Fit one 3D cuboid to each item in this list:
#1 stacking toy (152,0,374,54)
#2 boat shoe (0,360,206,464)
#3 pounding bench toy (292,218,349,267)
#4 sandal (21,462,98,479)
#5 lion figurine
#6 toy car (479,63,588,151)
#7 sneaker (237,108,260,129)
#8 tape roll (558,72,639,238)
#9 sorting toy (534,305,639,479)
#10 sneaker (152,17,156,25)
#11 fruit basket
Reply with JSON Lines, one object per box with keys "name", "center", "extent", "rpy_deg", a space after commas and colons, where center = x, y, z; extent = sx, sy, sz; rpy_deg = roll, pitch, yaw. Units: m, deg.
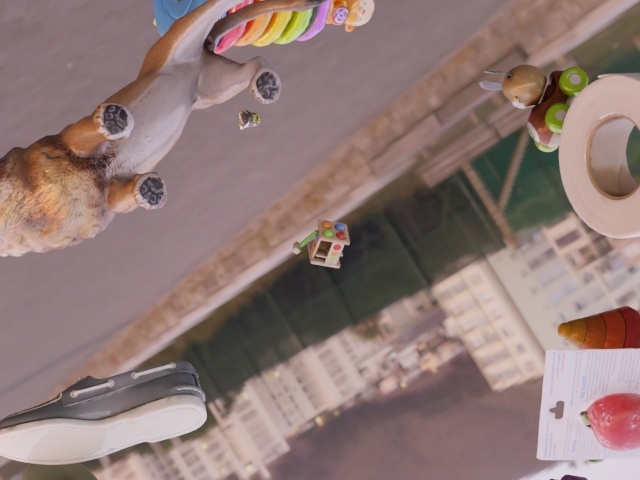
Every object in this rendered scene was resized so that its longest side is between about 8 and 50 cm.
{"name": "stacking toy", "center": [-0.051, -0.315, 1.602], "extent": [0.302, 0.175, 0.166], "rpy_deg": [2, -158, -34]}
{"name": "boat shoe", "center": [-0.327, 0.249, 1.799], "extent": [0.319, 0.099, 0.116], "rpy_deg": [-12, 142, 2]}
{"name": "pounding bench toy", "center": [0.000, 0.000, 2.065], "extent": [0.052, 0.083, 0.065], "rpy_deg": [-99, -156, -50]}
{"name": "sandal", "center": [-0.340, 0.412, 1.753], "extent": [0.120, 0.303, 0.086], "rpy_deg": [-12, 132, -26]}
{"name": "lion figurine", "center": [-0.178, -0.122, 1.209], "extent": [0.392, 0.142, 0.240], "rpy_deg": [-40, -164, -30]}
{"name": "toy car", "center": [0.387, -0.270, 2.303], "extent": [0.155, 0.188, 0.149], "rpy_deg": [84, 29, -78]}
{"name": "sneaker", "center": [-0.115, -0.202, 2.014], "extent": [0.035, 0.031, 0.083], "rpy_deg": [-10, -176, -10]}
{"name": "tape roll", "center": [0.544, -0.148, 2.118], "extent": [0.100, 0.286, 0.286], "rpy_deg": [-6, 164, -30]}
{"name": "sorting toy", "center": [0.419, 0.275, 2.032], "extent": [0.126, 0.365, 0.127], "rpy_deg": [12, -172, -15]}
{"name": "sneaker", "center": [-0.178, -0.365, 1.987], "extent": [0.209, 0.082, 0.069], "rpy_deg": [-38, 173, -42]}
{"name": "fruit basket", "center": [0.501, 0.233, 1.797], "extent": [0.353, 0.165, 0.327], "rpy_deg": [2, 143, 10]}
